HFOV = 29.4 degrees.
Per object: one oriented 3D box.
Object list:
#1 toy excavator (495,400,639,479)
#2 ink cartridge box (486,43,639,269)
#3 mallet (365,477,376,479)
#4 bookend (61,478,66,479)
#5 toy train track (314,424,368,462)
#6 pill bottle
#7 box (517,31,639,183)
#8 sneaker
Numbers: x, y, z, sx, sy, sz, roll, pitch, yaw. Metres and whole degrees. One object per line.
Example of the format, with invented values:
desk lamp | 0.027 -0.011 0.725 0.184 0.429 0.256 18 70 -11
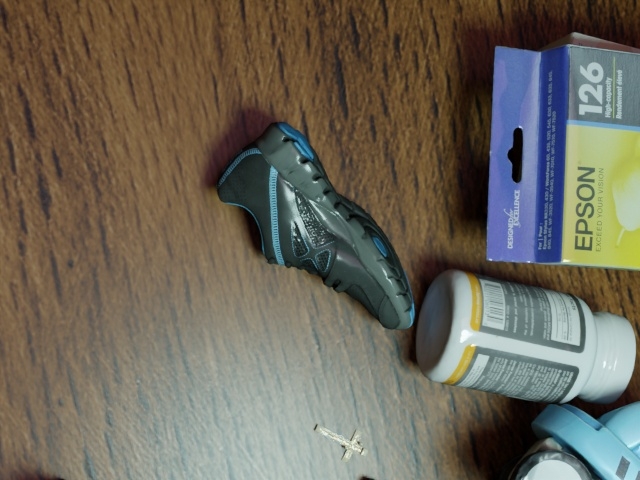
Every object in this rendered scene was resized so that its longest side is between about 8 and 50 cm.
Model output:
toy excavator | 0.522 0.317 1.655 0.433 0.222 0.445 43 83 10
ink cartridge box | 0.388 -0.112 1.682 0.307 0.072 0.304 4 85 -16
mallet | 0.059 0.429 1.697 0.062 0.039 0.190 22 85 -15
bookend | -0.269 0.375 1.544 0.156 0.157 0.072 28 80 -11
toy train track | 0.031 0.280 1.708 0.083 0.014 0.048 29 79 -11
pill bottle | 0.287 0.142 1.713 0.278 0.162 0.162 13 83 -15
box | 0.380 -0.129 1.778 0.148 0.121 0.311 10 84 -14
sneaker | 0.000 0.000 1.685 0.139 0.125 0.341 -37 100 13
